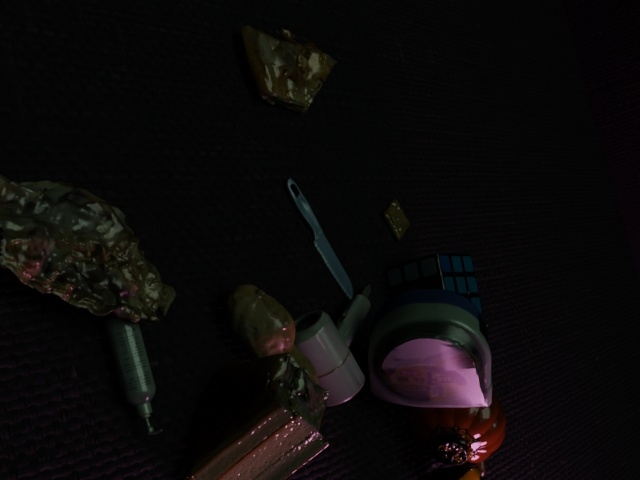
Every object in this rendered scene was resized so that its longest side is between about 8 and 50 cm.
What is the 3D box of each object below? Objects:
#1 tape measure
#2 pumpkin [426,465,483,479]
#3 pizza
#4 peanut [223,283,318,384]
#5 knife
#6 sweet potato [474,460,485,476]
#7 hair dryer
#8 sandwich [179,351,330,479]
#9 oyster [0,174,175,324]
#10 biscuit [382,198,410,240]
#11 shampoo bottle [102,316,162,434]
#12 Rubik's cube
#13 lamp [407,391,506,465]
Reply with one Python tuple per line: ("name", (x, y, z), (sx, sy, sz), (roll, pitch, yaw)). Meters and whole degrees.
("tape measure", (0.229, 0.230, 1.721), (0.138, 0.259, 0.262), (-84, 170, -49))
("pumpkin", (0.265, 0.619, 1.796), (0.280, 0.139, 0.190), (-13, 84, -50))
("pizza", (-0.057, -0.382, 1.849), (0.297, 0.071, 0.189), (-1, 76, -52))
("peanut", (-0.090, 0.198, 1.544), (0.101, 0.117, 0.263), (-38, 110, -41))
("knife", (0.000, 0.000, 1.813), (0.044, 0.019, 0.313), (-46, 113, -41))
("sweet potato", (0.387, 0.465, 2.074), (0.069, 0.059, 0.249), (76, 7, -78))
("hair dryer", (0.046, 0.176, 1.755), (0.173, 0.107, 0.357), (62, 29, -16))
("sandwich", (-0.100, 0.329, 1.404), (0.155, 0.198, 0.227), (45, 45, -32))
("oyster", (-0.354, 0.003, 1.263), (0.354, 0.107, 0.201), (34, 31, -40))
("biscuit", (0.190, -0.052, 2.067), (0.083, 0.018, 0.081), (60, 39, -17))
("shampoo bottle", (-0.297, 0.215, 1.324), (0.056, 0.056, 0.195), (-11, 85, -52))
("Rubik's cube", (0.271, 0.125, 1.984), (0.162, 0.163, 0.161), (2, 74, -47))
("lamp", (0.304, 0.406, 1.863), (0.223, 0.223, 0.196), (53, 31, -23))
